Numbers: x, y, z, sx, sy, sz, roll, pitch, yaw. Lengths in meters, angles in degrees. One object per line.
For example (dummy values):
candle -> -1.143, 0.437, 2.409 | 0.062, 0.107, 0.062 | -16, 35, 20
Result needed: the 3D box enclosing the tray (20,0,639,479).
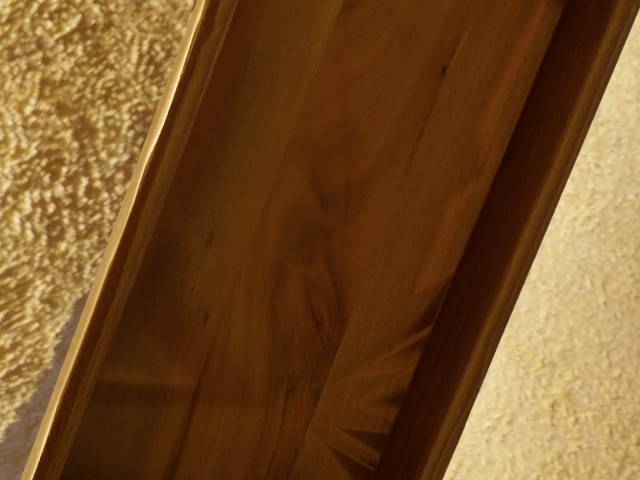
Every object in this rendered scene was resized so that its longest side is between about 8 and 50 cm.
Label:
tray -> 0.000, 0.000, 0.552 | 0.203, 0.076, 0.410 | 20, -83, -16
